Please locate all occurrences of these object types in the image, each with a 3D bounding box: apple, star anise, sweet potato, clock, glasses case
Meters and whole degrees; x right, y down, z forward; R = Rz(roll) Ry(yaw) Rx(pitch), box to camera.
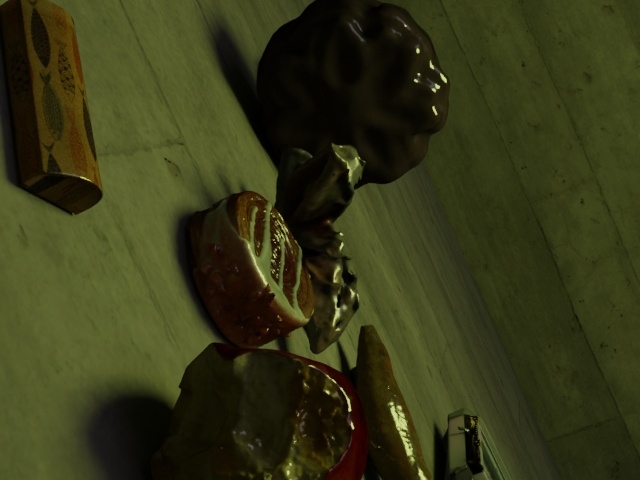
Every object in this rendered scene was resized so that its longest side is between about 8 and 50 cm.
[{"bbox_3d":[-0.043,0.160,0.617,0.147,0.156,0.158,33,65,-63],"label":"apple"},{"bbox_3d":[0.000,0.005,0.996,0.198,0.110,0.258,-141,-135,-72],"label":"star anise"},{"bbox_3d":[0.077,0.222,1.091,0.077,0.077,0.244,45,21,-55],"label":"sweet potato"},{"bbox_3d":[0.271,0.426,1.420,0.253,0.083,0.186,63,15,-13],"label":"clock"},{"bbox_3d":[-0.206,-0.109,0.657,0.064,0.041,0.170,38,33,-60],"label":"glasses case"}]

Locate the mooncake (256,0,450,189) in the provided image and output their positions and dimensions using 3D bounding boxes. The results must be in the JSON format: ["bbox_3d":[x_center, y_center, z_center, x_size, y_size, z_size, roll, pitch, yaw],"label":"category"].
[{"bbox_3d":[0.045,-0.202,1.205,0.283,0.283,0.141,61,18,-22],"label":"mooncake"}]

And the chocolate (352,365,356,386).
[{"bbox_3d":[0.076,0.201,1.185,0.100,0.031,0.065,12,59,-73],"label":"chocolate"}]

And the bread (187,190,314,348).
[{"bbox_3d":[-0.068,0.030,0.861,0.160,0.073,0.160,59,17,-30],"label":"bread"}]
